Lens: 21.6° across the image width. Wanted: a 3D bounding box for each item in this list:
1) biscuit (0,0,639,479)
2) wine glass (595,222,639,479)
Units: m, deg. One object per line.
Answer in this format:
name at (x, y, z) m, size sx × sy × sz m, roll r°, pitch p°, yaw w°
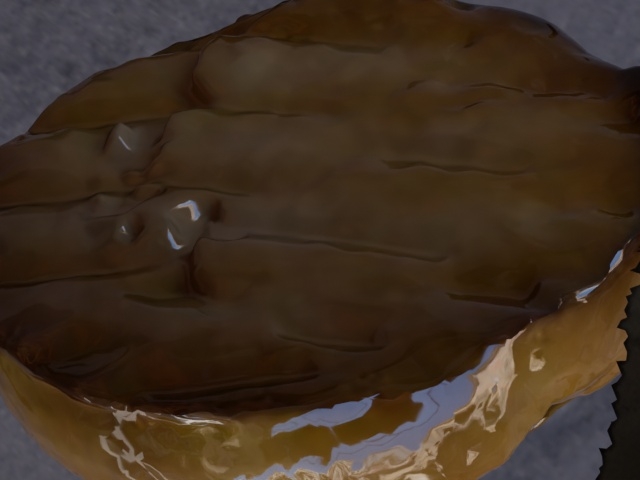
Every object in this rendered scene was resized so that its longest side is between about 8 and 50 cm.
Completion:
biscuit at (0.000, 0.000, 0.692) m, size 0.296 × 0.296 × 0.102 m, roll -26°, pitch 129°, yaw -20°
wine glass at (0.229, 0.061, 0.406) m, size 0.321 × 0.143 × 0.143 m, roll 6°, pitch 112°, yaw 4°
